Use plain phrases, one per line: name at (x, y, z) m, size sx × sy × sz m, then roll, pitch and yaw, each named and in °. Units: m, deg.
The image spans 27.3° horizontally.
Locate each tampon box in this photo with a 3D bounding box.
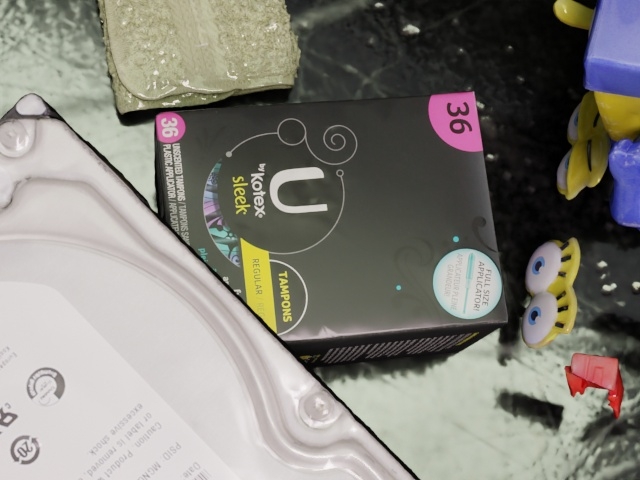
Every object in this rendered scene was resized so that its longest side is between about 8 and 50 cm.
tampon box at (0.000, 0.000, 0.672) m, size 0.161 × 0.101 × 0.120 m, roll -6°, pitch 78°, yaw -8°

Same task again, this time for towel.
towel at (-0.075, -0.146, 0.735) m, size 0.110 × 0.027 × 0.148 m, roll -12°, pitch 79°, yaw -11°

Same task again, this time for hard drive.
hard drive at (-0.086, 0.137, 0.563) m, size 0.237 × 0.064 × 0.339 m, roll -44°, pitch 88°, yaw -3°

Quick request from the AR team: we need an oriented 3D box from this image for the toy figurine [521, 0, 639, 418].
toy figurine at (0.206, -0.109, 0.636) m, size 0.191 × 0.217 × 0.362 m, roll 10°, pitch 67°, yaw 22°
